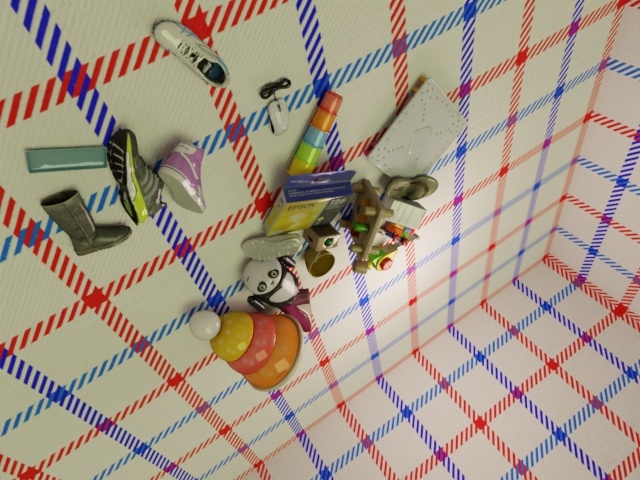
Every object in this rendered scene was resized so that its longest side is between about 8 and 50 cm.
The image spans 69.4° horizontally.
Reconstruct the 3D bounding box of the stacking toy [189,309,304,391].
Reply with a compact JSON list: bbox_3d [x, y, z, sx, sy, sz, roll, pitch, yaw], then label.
[{"bbox_3d":[-0.331,0.398,1.913,0.350,0.350,0.480,-48,129,6],"label":"stacking toy"}]

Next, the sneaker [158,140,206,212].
[{"bbox_3d":[-0.395,-0.198,1.442,0.282,0.102,0.160,95,14,-67],"label":"sneaker"}]

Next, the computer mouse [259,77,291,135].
[{"bbox_3d":[-0.133,-0.421,1.502,0.106,0.042,0.192,-28,139,-19],"label":"computer mouse"}]

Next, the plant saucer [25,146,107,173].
[{"bbox_3d":[-0.678,-0.220,1.243,0.192,0.018,0.067,-11,132,-33],"label":"plant saucer"}]

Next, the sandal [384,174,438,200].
[{"bbox_3d":[0.410,-0.217,2.041,0.303,0.086,0.120,-8,131,-36],"label":"sandal"}]

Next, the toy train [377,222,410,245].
[{"bbox_3d":[0.351,-0.075,2.199,0.248,0.105,0.143,21,100,-48],"label":"toy train"}]

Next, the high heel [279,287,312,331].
[{"bbox_3d":[-0.134,0.332,2.184,0.182,0.127,0.377,-4,139,-1],"label":"high heel"}]

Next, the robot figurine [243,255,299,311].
[{"bbox_3d":[-0.195,0.172,1.891,0.174,0.208,0.278,-14,147,21],"label":"robot figurine"}]

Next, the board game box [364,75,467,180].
[{"bbox_3d":[0.404,-0.432,1.945,0.390,0.050,0.389,23,109,-49],"label":"board game box"}]

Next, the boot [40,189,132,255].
[{"bbox_3d":[-0.678,-0.064,1.357,0.190,0.076,0.208,-26,132,-23],"label":"boot"}]

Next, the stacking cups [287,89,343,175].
[{"bbox_3d":[-0.018,-0.365,1.615,0.096,0.096,0.316,2,122,-42],"label":"stacking cups"}]

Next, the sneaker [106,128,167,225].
[{"bbox_3d":[-0.529,-0.192,1.348,0.121,0.111,0.299,-34,145,-37],"label":"sneaker"}]

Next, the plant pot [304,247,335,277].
[{"bbox_3d":[-0.017,0.083,2.025,0.134,0.095,0.134,-24,138,-23],"label":"plant pot"}]

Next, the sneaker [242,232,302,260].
[{"bbox_3d":[-0.189,0.016,1.813,0.235,0.094,0.090,-3,119,-6],"label":"sneaker"}]

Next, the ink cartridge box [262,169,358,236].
[{"bbox_3d":[-0.032,-0.140,1.746,0.304,0.072,0.307,-11,157,-32],"label":"ink cartridge box"}]

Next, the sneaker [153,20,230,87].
[{"bbox_3d":[-0.333,-0.493,1.232,0.085,0.086,0.237,-49,140,11],"label":"sneaker"}]

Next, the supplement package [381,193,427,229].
[{"bbox_3d":[0.368,-0.135,2.093,0.180,0.105,0.105,16,112,-21],"label":"supplement package"}]

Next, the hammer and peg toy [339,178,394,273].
[{"bbox_3d":[0.167,-0.050,1.953,0.128,0.265,0.361,6,124,-18],"label":"hammer and peg toy"}]

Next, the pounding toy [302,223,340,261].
[{"bbox_3d":[0.000,0.000,1.926,0.130,0.141,0.100,-11,132,-33],"label":"pounding toy"}]

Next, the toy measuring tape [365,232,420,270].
[{"bbox_3d":[0.357,0.070,2.322,0.330,0.121,0.121,-25,138,-20],"label":"toy measuring tape"}]
